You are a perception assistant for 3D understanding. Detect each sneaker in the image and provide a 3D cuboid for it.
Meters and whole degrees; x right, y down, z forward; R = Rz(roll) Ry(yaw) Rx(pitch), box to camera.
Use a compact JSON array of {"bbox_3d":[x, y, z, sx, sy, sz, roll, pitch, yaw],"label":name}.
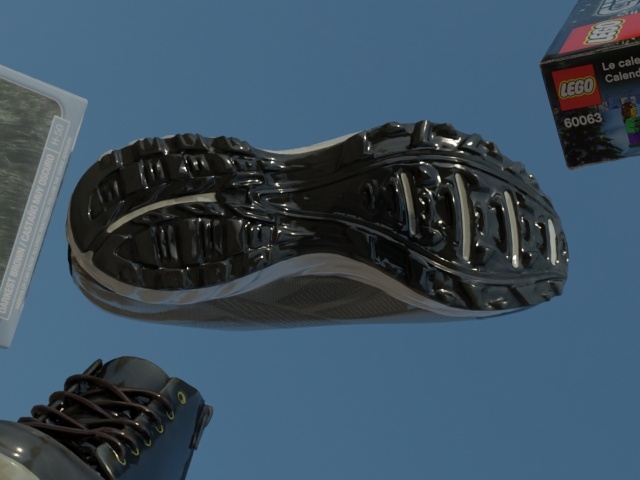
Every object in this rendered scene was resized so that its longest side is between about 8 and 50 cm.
[{"bbox_3d":[-0.104,0.085,0.671,0.083,0.118,0.222,14,-23,9],"label":"sneaker"},{"bbox_3d":[0.000,0.000,0.865,0.108,0.272,0.100,128,-39,-64],"label":"sneaker"}]

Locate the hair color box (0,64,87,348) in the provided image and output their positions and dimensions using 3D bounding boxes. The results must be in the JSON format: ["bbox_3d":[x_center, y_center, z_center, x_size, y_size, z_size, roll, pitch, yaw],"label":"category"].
[{"bbox_3d":[-0.336,-0.040,1.258,0.374,0.114,0.185,7,-102,54],"label":"hair color box"}]

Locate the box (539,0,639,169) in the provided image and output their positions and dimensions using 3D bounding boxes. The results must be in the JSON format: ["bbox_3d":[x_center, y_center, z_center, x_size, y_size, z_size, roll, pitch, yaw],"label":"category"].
[{"bbox_3d":[0.189,-0.103,0.663,0.159,0.233,0.044,-9,-70,23],"label":"box"}]
